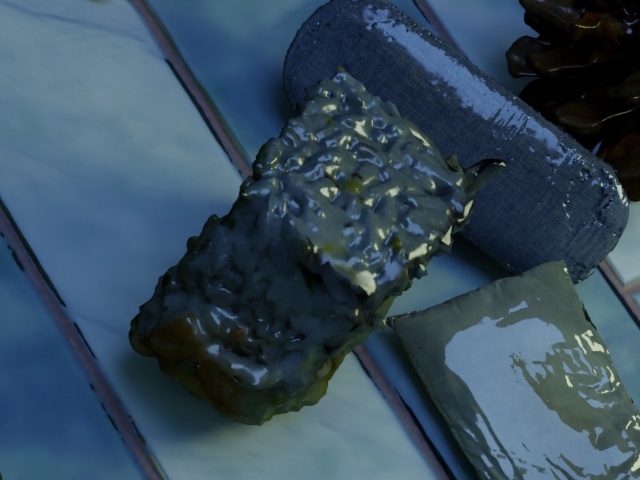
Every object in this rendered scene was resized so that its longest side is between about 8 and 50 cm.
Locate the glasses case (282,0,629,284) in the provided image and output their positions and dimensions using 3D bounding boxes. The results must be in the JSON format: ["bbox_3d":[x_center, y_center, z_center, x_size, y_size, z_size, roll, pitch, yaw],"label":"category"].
[{"bbox_3d":[0.099,-0.073,1.458,0.282,0.109,0.067,36,5,0],"label":"glasses case"}]

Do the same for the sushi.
[{"bbox_3d":[0.000,0.000,1.297,0.139,0.184,0.274,39,47,0],"label":"sushi"}]

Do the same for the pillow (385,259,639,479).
[{"bbox_3d":[0.160,0.128,1.380,0.148,0.050,0.229,-20,68,-25],"label":"pillow"}]

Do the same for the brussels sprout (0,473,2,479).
[{"bbox_3d":[-0.307,0.131,1.013,0.317,0.242,0.273,15,76,-14],"label":"brussels sprout"}]

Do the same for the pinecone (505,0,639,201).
[{"bbox_3d":[0.251,-0.140,1.517,0.229,0.201,0.202,22,72,20],"label":"pinecone"}]
